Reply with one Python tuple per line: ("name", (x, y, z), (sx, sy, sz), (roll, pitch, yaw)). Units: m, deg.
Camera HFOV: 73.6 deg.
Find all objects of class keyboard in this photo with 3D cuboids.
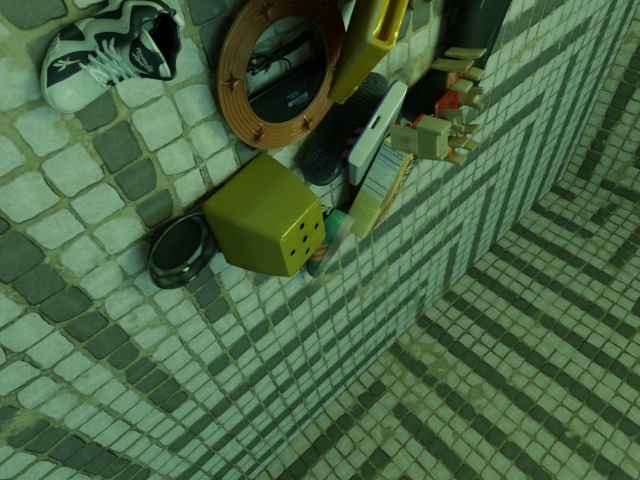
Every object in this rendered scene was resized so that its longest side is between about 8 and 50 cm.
("keyboard", (-0.063, -0.345, 0.929), (0.317, 0.033, 0.202), (-39, 147, -21))

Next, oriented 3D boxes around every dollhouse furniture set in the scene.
("dollhouse furniture set", (0.299, -0.314, 1.077), (0.259, 0.135, 0.262), (-46, 142, -31))

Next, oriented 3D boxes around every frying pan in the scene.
("frying pan", (-0.265, -0.004, 0.999), (0.326, 0.053, 0.197), (-33, 146, -45))

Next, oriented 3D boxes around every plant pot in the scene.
("plant pot", (-0.107, -0.040, 0.993), (0.212, 0.187, 0.212), (-49, 150, -28))

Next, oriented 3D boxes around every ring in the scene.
("ring", (-0.060, -0.340, 0.878), (0.336, 0.032, 0.337), (-34, 146, -27))

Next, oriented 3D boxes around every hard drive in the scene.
("hard drive", (0.135, -0.258, 1.104), (0.210, 0.040, 0.318), (-58, 176, 1))

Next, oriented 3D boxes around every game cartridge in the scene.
("game cartridge", (0.097, -0.416, 0.758), (0.323, 0.052, 0.286), (-158, -95, -81))

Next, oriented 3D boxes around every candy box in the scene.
("candy box", (0.194, -0.172, 1.286), (0.183, 0.087, 0.317), (-41, 161, -49))

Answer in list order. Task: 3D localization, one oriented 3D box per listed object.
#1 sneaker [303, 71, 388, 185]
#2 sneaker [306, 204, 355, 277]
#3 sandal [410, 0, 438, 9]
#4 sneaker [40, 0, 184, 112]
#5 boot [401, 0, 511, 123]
("sneaker", (0.062, -0.282, 1.109), (0.319, 0.112, 0.131), (-54, 172, 1))
("sneaker", (0.000, 0.000, 1.305), (0.108, 0.121, 0.302), (-53, 175, -41))
("sandal", (0.291, -0.626, 1.071), (0.180, 0.049, 0.072), (-33, 145, -28))
("sneaker", (-0.287, -0.260, 0.613), (0.235, 0.153, 0.094), (-45, 146, -10))
("boot", (0.388, -0.562, 1.142), (0.367, 0.146, 0.445), (-42, 157, -37))
